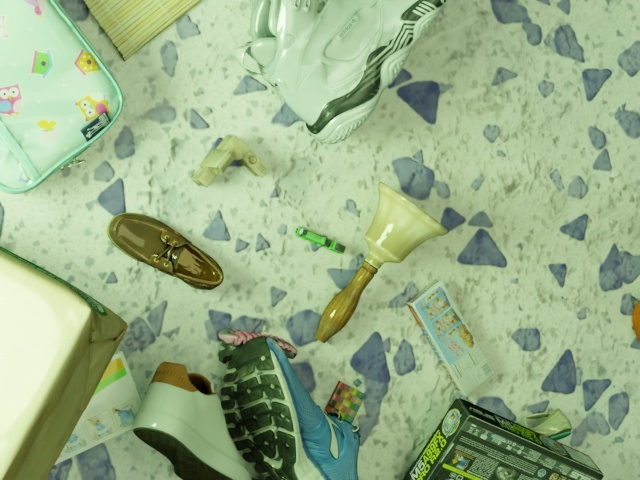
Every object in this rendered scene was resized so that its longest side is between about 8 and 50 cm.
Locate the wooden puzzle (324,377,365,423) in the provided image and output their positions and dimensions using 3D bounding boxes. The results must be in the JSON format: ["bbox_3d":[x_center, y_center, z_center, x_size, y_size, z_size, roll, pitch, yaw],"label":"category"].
[{"bbox_3d":[0.037,0.242,1.987,0.049,0.006,0.083,30,81,-23],"label":"wooden puzzle"}]

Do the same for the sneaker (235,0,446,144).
[{"bbox_3d":[0.038,-0.336,1.877,0.210,0.137,0.366,35,83,-25],"label":"sneaker"}]

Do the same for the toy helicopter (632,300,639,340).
[{"bbox_3d":[0.617,0.015,2.108,0.140,0.235,0.355,-5,95,-23],"label":"toy helicopter"}]

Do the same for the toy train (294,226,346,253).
[{"bbox_3d":[0.000,0.000,1.945,0.083,0.023,0.017,23,84,-24],"label":"toy train"}]

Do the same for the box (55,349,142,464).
[{"bbox_3d":[-0.348,0.225,1.755,0.203,0.114,0.103,-24,102,-20],"label":"box"}]

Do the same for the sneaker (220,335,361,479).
[{"bbox_3d":[-0.030,0.280,1.903,0.147,0.130,0.330,-40,114,-50],"label":"sneaker"}]

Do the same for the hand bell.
[{"bbox_3d":[0.067,0.047,1.953,0.126,0.126,0.242,35,92,-22],"label":"hand bell"}]

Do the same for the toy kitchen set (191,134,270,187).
[{"bbox_3d":[-0.120,-0.094,1.861,0.075,0.068,0.083,43,77,-20],"label":"toy kitchen set"}]

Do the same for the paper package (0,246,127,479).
[{"bbox_3d":[-0.451,0.146,1.592,0.325,0.168,0.309,27,86,11],"label":"paper package"}]

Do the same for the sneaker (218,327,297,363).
[{"bbox_3d":[-0.092,0.162,1.907,0.119,0.047,0.057,10,96,-17],"label":"sneaker"}]

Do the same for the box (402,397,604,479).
[{"bbox_3d":[0.265,0.384,2.032,0.270,0.060,0.216,25,104,-23],"label":"box"}]

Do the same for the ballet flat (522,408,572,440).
[{"bbox_3d":[0.320,0.309,2.102,0.168,0.057,0.052,-16,70,-26],"label":"ballet flat"}]

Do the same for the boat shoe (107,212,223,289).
[{"bbox_3d":[-0.208,0.014,1.833,0.178,0.060,0.064,30,81,-23],"label":"boat shoe"}]

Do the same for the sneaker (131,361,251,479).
[{"bbox_3d":[-0.154,0.254,1.802,0.290,0.106,0.123,63,36,-56],"label":"sneaker"}]

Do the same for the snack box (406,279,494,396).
[{"bbox_3d":[0.201,0.150,2.046,0.064,0.022,0.178,-36,107,-17],"label":"snack box"}]

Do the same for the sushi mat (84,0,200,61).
[{"bbox_3d":[-0.195,-0.402,1.835,0.316,0.019,0.151,-42,108,-16],"label":"sushi mat"}]

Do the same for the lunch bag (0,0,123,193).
[{"bbox_3d":[-0.402,-0.203,1.705,0.224,0.108,0.279,-41,108,-17],"label":"lunch bag"}]
